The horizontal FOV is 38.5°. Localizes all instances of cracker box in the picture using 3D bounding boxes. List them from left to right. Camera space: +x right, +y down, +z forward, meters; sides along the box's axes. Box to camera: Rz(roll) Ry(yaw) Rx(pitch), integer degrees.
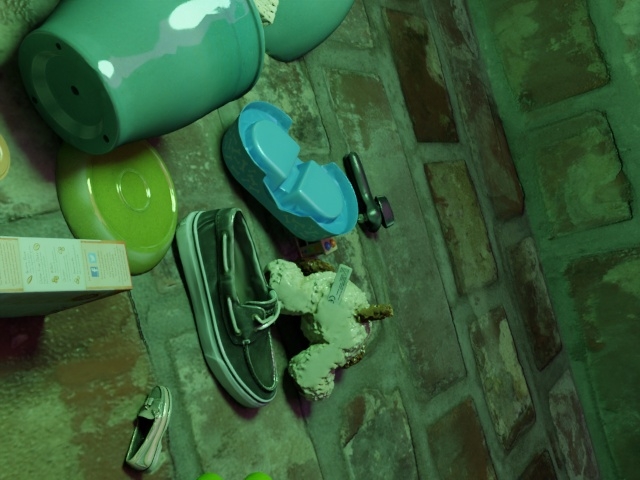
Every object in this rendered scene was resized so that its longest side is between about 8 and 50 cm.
[{"bbox_3d":[-0.354,0.045,1.049,0.232,0.156,0.067,2,74,-60],"label":"cracker box"}]

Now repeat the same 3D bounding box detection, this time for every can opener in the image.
[{"bbox_3d":[0.094,-0.105,1.999,0.073,0.059,0.186,-23,86,-34],"label":"can opener"}]

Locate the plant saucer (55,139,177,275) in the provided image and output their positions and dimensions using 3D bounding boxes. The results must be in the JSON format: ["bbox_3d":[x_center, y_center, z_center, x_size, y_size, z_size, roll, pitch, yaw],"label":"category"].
[{"bbox_3d":[-0.285,-0.069,1.346,0.241,0.037,0.241,33,49,-49],"label":"plant saucer"}]

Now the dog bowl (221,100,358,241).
[{"bbox_3d":[-0.058,-0.116,1.658,0.297,0.074,0.166,44,40,-20],"label":"dog bowl"}]

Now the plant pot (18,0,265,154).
[{"bbox_3d":[-0.259,-0.255,1.265,0.255,0.272,0.271,-46,117,-38],"label":"plant pot"}]

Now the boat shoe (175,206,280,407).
[{"bbox_3d":[-0.125,0.108,1.445,0.121,0.119,0.335,-39,112,-60],"label":"boat shoe"}]

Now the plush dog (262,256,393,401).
[{"bbox_3d":[0.026,0.130,1.657,0.225,0.211,0.262,-58,129,-82],"label":"plush dog"}]

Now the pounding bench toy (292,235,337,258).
[{"bbox_3d":[0.000,0.000,1.769,0.083,0.065,0.052,-27,100,-61],"label":"pounding bench toy"}]

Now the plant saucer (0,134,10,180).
[{"bbox_3d":[-0.424,-0.112,1.152,0.083,0.013,0.083,33,49,-50],"label":"plant saucer"}]

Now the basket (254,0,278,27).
[{"bbox_3d":[-0.164,-0.426,1.602,0.113,0.167,0.103,38,50,-46],"label":"basket"}]

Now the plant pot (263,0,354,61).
[{"bbox_3d":[-0.032,-0.531,1.846,0.290,0.195,0.290,35,47,-49],"label":"plant pot"}]

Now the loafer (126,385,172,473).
[{"bbox_3d":[-0.237,0.256,1.263,0.039,0.045,0.125,35,50,-39],"label":"loafer"}]

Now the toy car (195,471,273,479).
[{"bbox_3d":[-0.136,0.438,1.263,0.155,0.149,0.188,-30,113,-70],"label":"toy car"}]
